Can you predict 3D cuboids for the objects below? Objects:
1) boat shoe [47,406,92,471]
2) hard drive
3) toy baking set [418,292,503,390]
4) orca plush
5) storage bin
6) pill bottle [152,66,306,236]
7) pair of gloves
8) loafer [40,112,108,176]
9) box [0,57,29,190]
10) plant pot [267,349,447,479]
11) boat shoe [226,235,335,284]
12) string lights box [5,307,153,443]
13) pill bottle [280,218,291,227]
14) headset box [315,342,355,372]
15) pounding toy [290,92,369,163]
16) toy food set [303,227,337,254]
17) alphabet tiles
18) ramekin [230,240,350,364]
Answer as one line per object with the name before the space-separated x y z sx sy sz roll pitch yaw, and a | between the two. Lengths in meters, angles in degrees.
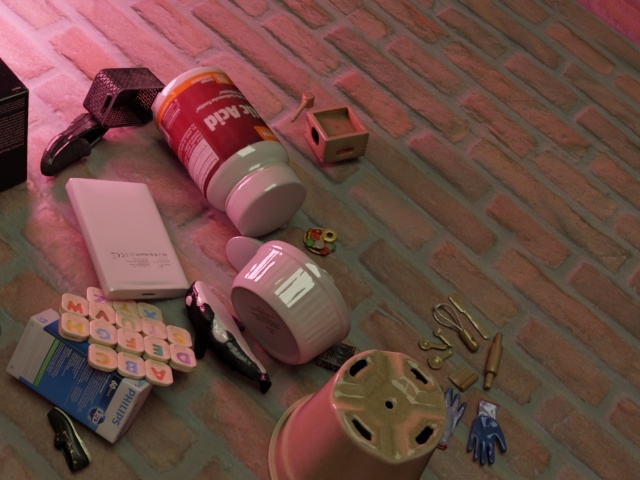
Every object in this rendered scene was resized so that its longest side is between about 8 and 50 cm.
boat shoe | -0.487 0.378 1.608 0.042 0.049 0.133 -22 68 -40
hard drive | -0.430 -0.006 1.883 0.203 0.040 0.307 2 50 -43
toy baking set | 0.343 0.237 2.004 0.197 0.030 0.256 27 51 3
orca plush | -0.218 0.225 1.815 0.287 0.102 0.151 49 9 7
storage bin | -0.481 -0.354 2.086 0.084 0.122 0.180 45 30 17
pill bottle | -0.217 -0.212 2.026 0.224 0.224 0.392 -23 63 -31
pair of gloves | 0.323 0.410 1.873 0.198 0.023 0.159 20 52 -2
loafer | -0.587 -0.227 2.015 0.078 0.076 0.223 22 46 8
box | -0.794 -0.292 1.854 0.183 0.294 0.296 -30 68 -36
plant pot | 0.093 0.377 1.637 0.334 0.305 0.334 9 52 -12
boat shoe | -0.089 0.059 1.960 0.267 0.096 0.088 21 19 14
string lights box | -0.466 0.262 1.640 0.260 0.133 0.077 32 17 6
pill bottle | -0.090 -0.071 2.083 0.043 0.043 0.083 17 50 -5
headset box | 0.030 0.256 1.884 0.083 0.032 0.062 23 51 -3
pounding toy | 0.001 -0.302 2.265 0.181 0.094 0.206 -13 50 -21
toy food set | 0.000 0.000 2.075 0.083 0.020 0.082 15 51 -8
alphabet tiles | -0.388 0.186 1.704 0.284 0.021 0.278 21 21 -25
ramekin | -0.074 0.143 1.791 0.273 0.273 0.127 42 62 15
